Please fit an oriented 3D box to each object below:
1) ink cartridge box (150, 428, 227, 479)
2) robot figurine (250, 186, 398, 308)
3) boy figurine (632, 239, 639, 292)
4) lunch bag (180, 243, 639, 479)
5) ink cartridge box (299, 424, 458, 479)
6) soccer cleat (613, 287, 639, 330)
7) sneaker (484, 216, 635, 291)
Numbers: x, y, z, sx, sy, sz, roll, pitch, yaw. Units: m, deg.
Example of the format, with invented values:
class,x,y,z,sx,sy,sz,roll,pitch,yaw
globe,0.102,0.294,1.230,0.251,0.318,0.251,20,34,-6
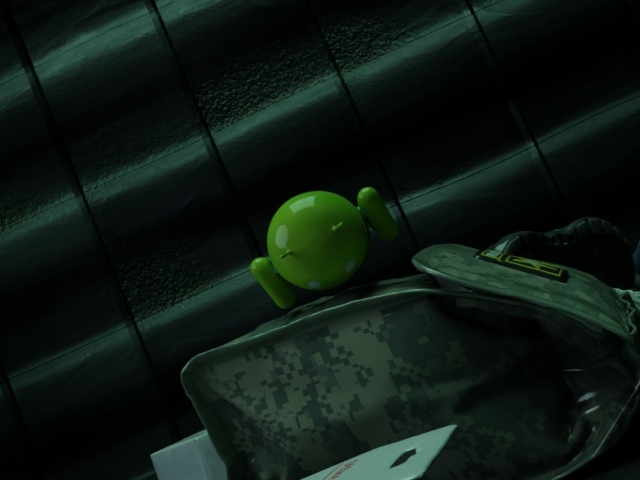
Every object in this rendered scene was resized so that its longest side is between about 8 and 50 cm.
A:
class,x,y,z,sx,sy,sz,roll,pitch,yaw
ink cartridge box,-0.110,0.298,1.210,0.219,0.092,0.160,-16,-10,-40
robot figurine,0.000,0.000,0.579,0.101,0.067,0.115,-31,-3,5
boy figurine,0.488,-0.060,1.064,0.177,0.092,0.285,-5,-50,-32
lunch bag,0.086,0.091,0.606,0.287,0.168,0.235,-21,-3,17
ink cartridge box,-0.018,0.161,0.402,0.198,0.067,0.115,-27,-8,15
soccer cleat,0.339,0.078,0.969,0.196,0.076,0.068,-17,-10,-42
sneaker,0.279,0.029,1.029,0.267,0.101,0.106,1,-16,-35
